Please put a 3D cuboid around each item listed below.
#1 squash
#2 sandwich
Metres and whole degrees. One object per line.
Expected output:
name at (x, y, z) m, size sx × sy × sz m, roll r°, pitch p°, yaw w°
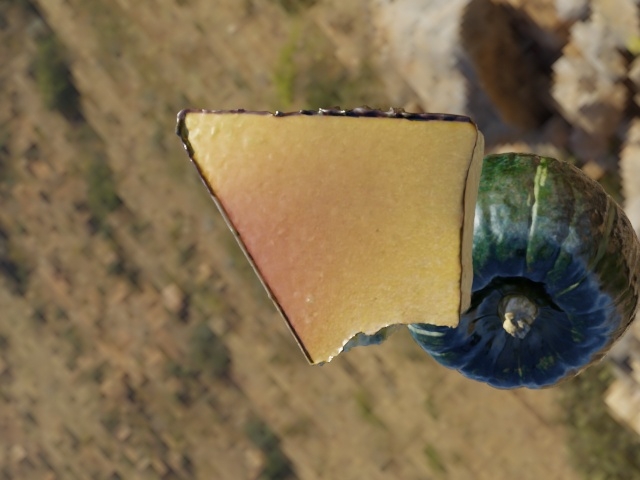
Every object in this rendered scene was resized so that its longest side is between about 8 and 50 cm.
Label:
squash at (0.195, 0.033, 1.975) m, size 0.252 × 0.165 × 0.252 m, roll 7°, pitch 126°, yaw 10°
sandwich at (0.000, 0.000, 1.233) m, size 0.193 × 0.162 × 0.058 m, roll 3°, pitch 169°, yaw 14°
